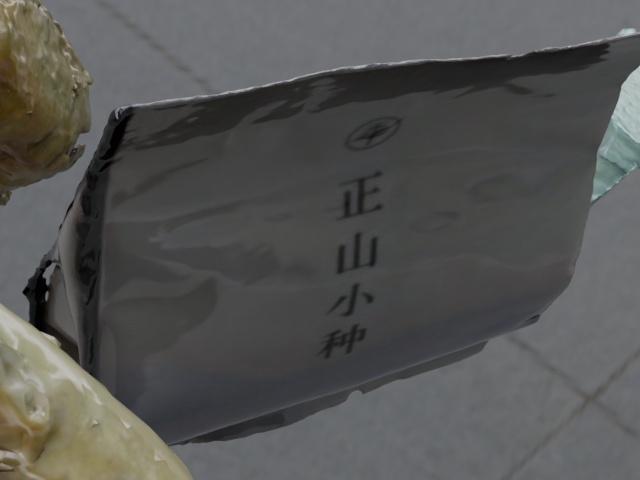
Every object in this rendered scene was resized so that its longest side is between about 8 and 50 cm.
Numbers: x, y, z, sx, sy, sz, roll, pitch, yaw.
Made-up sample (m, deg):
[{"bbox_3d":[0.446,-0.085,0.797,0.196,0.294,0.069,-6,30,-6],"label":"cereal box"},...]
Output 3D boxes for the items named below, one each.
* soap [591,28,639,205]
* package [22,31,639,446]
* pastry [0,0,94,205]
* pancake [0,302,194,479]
[{"bbox_3d":[0.122,-0.028,1.142,0.063,0.198,0.114,46,39,3],"label":"soap"},{"bbox_3d":[0.000,0.000,0.710,0.204,0.251,0.062,-14,63,-22],"label":"package"},{"bbox_3d":[-0.174,-0.068,0.853,0.153,0.153,0.081,7,70,-17],"label":"pastry"},{"bbox_3d":[-0.165,0.119,0.562,0.356,0.356,0.065,29,37,7],"label":"pancake"}]
